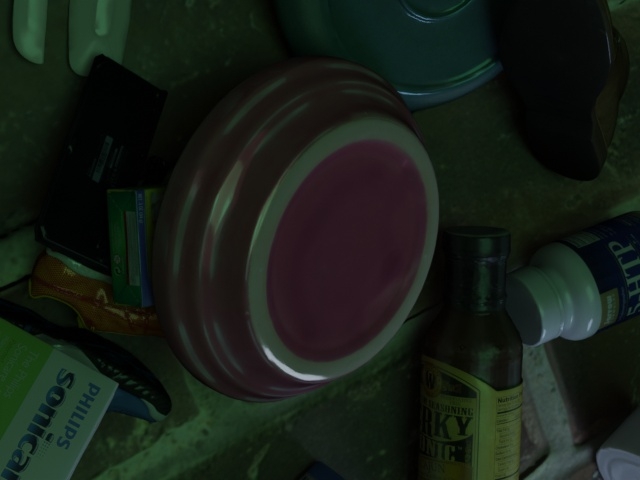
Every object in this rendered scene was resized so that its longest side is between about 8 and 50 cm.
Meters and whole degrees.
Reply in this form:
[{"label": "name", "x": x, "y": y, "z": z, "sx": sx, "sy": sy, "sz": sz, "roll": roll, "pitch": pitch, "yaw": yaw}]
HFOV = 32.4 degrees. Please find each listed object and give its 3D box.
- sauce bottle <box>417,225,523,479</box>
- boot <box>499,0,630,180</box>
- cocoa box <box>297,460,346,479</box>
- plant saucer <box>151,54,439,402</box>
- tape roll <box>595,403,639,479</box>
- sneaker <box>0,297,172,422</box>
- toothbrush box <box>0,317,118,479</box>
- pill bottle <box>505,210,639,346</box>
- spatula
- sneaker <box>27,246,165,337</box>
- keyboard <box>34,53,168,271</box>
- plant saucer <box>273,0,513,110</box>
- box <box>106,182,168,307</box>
[{"label": "sauce bottle", "x": 0.159, "y": 0.158, "z": 1.166, "sx": 0.111, "sy": 0.111, "sz": 0.344, "roll": -4, "pitch": 99, "yaw": -25}, {"label": "boot", "x": 0.257, "y": -0.190, "z": 1.108, "sx": 0.115, "sy": 0.112, "sz": 0.305, "roll": -59, "pitch": 153, "yaw": -18}, {"label": "cocoa box", "x": 0.060, "y": 0.439, "z": 1.094, "sx": 0.228, "sy": 0.231, "sz": 0.347, "roll": -43, "pitch": 114, "yaw": -14}, {"label": "plant saucer", "x": 0.000, "y": 0.000, "z": 1.012, "sx": 0.332, "sy": 0.084, "sz": 0.332, "roll": -21, "pitch": 120, "yaw": -41}, {"label": "tape roll", "x": 0.450, "y": 0.297, "z": 1.230, "sx": 0.100, "sy": 0.286, "sz": 0.286, "roll": -43, "pitch": 114, "yaw": -13}, {"label": "sneaker", "x": -0.235, "y": 0.121, "z": 0.992, "sx": 0.211, "sy": 0.080, "sz": 0.081, "roll": 26, "pitch": 93, "yaw": -17}, {"label": "toothbrush box", "x": -0.332, "y": 0.140, "z": 0.831, "sx": 0.283, "sy": 0.122, "sz": 0.206, "roll": 30, "pitch": 61, "yaw": -10}, {"label": "pill bottle", "x": 0.293, "y": 0.046, "z": 1.208, "sx": 0.186, "sy": 0.112, "sz": 0.112, "roll": -20, "pitch": 107, "yaw": -21}, {"label": "spatula", "x": -0.238, "y": -0.270, "z": 0.953, "sx": 0.168, "sy": 0.019, "sz": 0.242, "roll": 5, "pitch": 93, "yaw": -25}, {"label": "sneaker", "x": -0.186, "y": 0.059, "z": 1.017, "sx": 0.175, "sy": 0.064, "sz": 0.067, "roll": 29, "pitch": 106, "yaw": -22}, {"label": "keyboard", "x": -0.185, "y": -0.064, "z": 0.978, "sx": 0.108, "sy": 0.023, "sz": 0.180, "roll": 30, "pitch": 68, "yaw": -38}, {"label": "plant saucer", "x": 0.108, "y": -0.264, "z": 1.049, "sx": 0.317, "sy": 0.044, "sz": 0.318, "roll": -11, "pitch": 122, "yaw": -19}, {"label": "box", "x": -0.113, "y": -0.003, "z": 1.008, "sx": 0.179, "sy": 0.043, "sz": 0.105, "roll": -13, "pitch": 103, "yaw": -53}]
